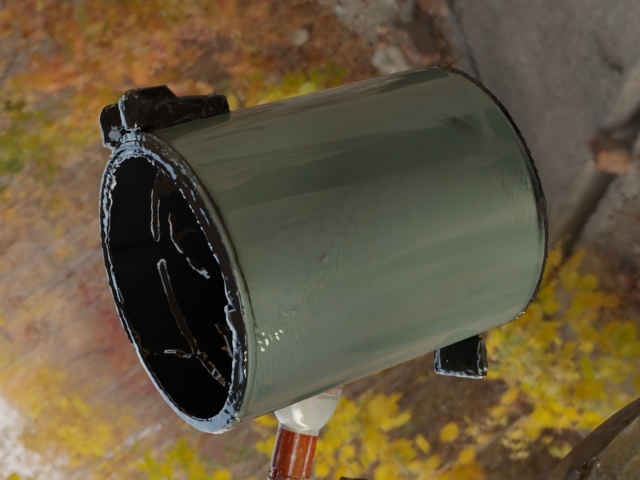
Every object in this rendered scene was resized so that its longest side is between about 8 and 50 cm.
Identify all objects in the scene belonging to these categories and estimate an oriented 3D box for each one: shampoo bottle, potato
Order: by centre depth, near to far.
[{"bbox_3d":[0.233,0.193,0.981,0.100,0.261,0.120,50,150,-15],"label":"potato"},{"bbox_3d":[-0.009,0.131,1.173,0.051,0.221,0.108,11,176,25],"label":"shampoo bottle"}]

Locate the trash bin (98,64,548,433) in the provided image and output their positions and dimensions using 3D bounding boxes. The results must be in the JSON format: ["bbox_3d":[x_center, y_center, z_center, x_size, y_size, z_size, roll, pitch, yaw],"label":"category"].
[{"bbox_3d":[0.000,0.000,0.883,0.217,0.262,0.277,-8,98,60],"label":"trash bin"}]

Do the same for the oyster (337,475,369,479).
[{"bbox_3d":[0.084,0.354,1.305,0.128,0.078,0.345,29,154,35],"label":"oyster"}]
